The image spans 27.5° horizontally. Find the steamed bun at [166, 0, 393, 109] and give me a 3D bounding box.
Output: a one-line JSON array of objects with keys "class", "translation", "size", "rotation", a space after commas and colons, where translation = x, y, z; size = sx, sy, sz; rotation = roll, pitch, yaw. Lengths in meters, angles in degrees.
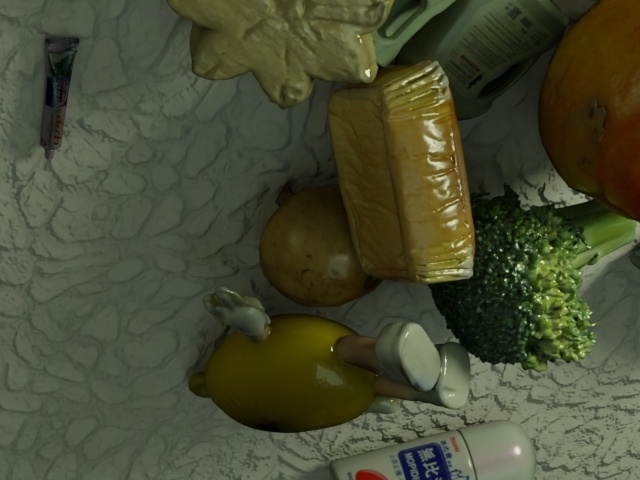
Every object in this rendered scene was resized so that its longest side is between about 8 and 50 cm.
[{"class": "steamed bun", "translation": [-0.046, -0.302, 1.558], "size": [0.295, 0.137, 0.292], "rotation": [31, 124, -20]}]

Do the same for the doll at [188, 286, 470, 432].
[{"class": "doll", "translation": [0.000, 0.176, 1.848], "size": [0.423, 0.161, 0.348], "rotation": [11, 149, 9]}]

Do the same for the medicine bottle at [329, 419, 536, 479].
[{"class": "medicine bottle", "translation": [0.194, 0.390, 2.179], "size": [0.340, 0.130, 0.130], "rotation": [-12, 128, -7]}]

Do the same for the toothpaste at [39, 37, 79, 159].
[{"class": "toothpaste", "translation": [-0.338, -0.180, 1.666], "size": [0.045, 0.028, 0.170], "rotation": [-4, 124, -28]}]

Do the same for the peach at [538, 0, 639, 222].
[{"class": "peach", "translation": [0.457, -0.201, 1.704], "size": [0.372, 0.290, 0.373], "rotation": [-31, 139, -32]}]

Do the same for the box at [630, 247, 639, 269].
[{"class": "box", "translation": [0.614, 0.056, 2.047], "size": [0.227, 0.162, 0.130], "rotation": [22, 106, -29]}]

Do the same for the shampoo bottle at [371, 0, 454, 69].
[{"class": "shampoo bottle", "translation": [0.084, -0.294, 1.653], "size": [0.234, 0.118, 0.087], "rotation": [-42, 151, 16]}]

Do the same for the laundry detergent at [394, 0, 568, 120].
[{"class": "laundry detergent", "translation": [0.194, -0.248, 1.735], "size": [0.253, 0.091, 0.181], "rotation": [-45, 128, 17]}]

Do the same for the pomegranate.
[{"class": "pomegranate", "translation": [0.000, 0.000, 1.810], "size": [0.196, 0.196, 0.196], "rotation": [-8, 127, -11]}]

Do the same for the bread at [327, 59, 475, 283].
[{"class": "bread", "translation": [0.108, -0.080, 1.677], "size": [0.119, 0.152, 0.288], "rotation": [-21, 105, -36]}]

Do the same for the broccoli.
[{"class": "broccoli", "translation": [0.297, 0.066, 1.851], "size": [0.301, 0.249, 0.375], "rotation": [-2, 155, 5]}]
